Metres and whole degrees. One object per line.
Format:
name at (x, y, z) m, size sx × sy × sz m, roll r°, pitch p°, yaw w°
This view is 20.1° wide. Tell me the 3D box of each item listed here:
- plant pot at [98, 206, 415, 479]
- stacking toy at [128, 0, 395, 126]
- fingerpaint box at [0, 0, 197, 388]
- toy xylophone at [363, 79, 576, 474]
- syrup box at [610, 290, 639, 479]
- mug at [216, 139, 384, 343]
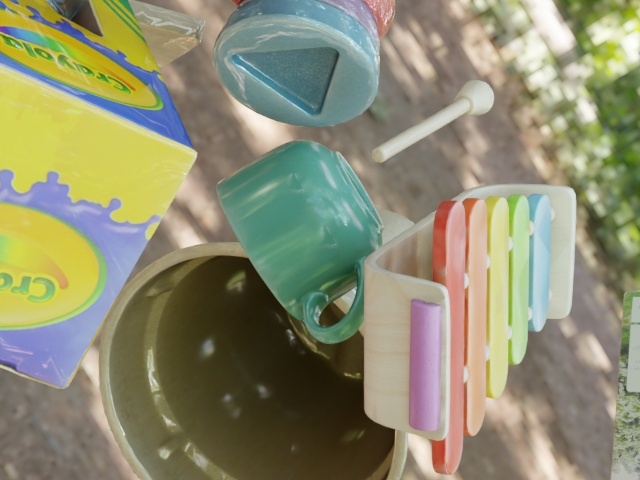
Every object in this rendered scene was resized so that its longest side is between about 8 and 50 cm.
plant pot at (-0.011, 0.110, 1.886) m, size 0.333 × 0.334 × 0.305 m, roll 57°, pitch 31°, yaw -4°
stacking toy at (-0.110, -0.184, 1.381) m, size 0.309 × 0.280 × 0.130 m, roll 49°, pitch 43°, yaw -42°
fingerpaint box at (-0.320, -0.143, 0.978) m, size 0.445 × 0.163 × 0.371 m, roll 23°, pitch 19°, yaw -24°
toy xylophone at (0.110, 0.017, 1.369) m, size 0.323 × 0.081 × 0.236 m, roll -44°, pitch 135°, yaw -55°
syrup box at (0.305, 0.163, 1.495) m, size 0.096 × 0.093 × 0.236 m, roll 13°, pitch 79°, yaw -53°
mug at (-0.002, -0.004, 1.450) m, size 0.157 × 0.097 × 0.129 m, roll 58°, pitch 6°, yaw -3°
